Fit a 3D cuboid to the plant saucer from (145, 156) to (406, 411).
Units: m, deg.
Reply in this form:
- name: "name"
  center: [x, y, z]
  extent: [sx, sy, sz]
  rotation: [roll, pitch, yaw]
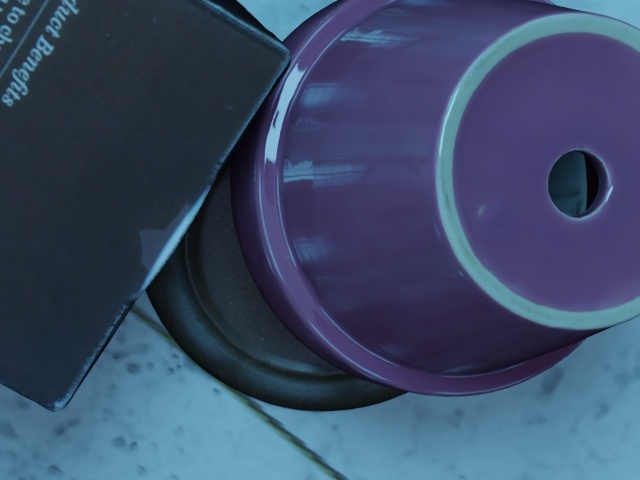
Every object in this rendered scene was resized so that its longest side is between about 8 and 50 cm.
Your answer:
- name: "plant saucer"
  center: [0.000, 0.000, 0.897]
  extent: [0.198, 0.036, 0.198]
  rotation: [1, 105, 3]

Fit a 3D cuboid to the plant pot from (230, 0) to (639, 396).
- name: "plant pot"
  center: [0.077, -0.028, 0.780]
  extent: [0.201, 0.180, 0.201]
  rotation: [0, 89, -18]

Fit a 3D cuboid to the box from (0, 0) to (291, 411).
- name: "box"
  center: [-0.225, -0.110, 0.738]
  extent: [0.381, 0.143, 0.191]
  rotation: [32, 99, -18]
